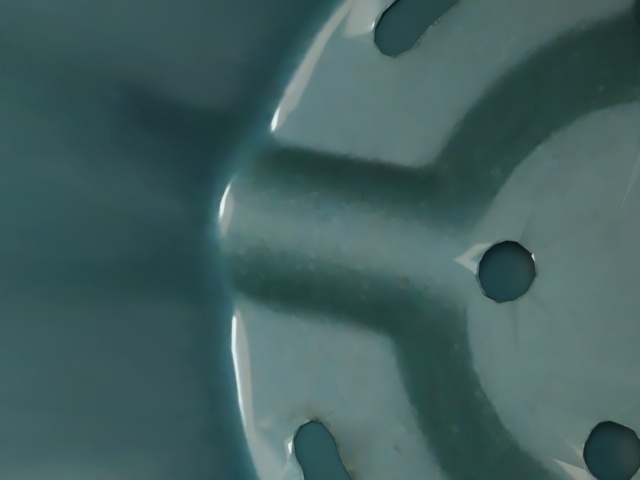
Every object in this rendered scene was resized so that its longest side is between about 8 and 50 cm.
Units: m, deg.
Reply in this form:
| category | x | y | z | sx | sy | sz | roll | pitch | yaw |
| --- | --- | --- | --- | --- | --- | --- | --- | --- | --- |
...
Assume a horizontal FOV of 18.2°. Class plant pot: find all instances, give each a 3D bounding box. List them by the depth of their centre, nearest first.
| category | x | y | z | sx | sy | sz | roll | pitch | yaw |
| --- | --- | --- | --- | --- | --- | --- | --- | --- | --- |
| plant pot | 0.000 | 0.000 | 0.329 | 0.341 | 0.334 | 0.341 | -4 | 82 | 29 |
